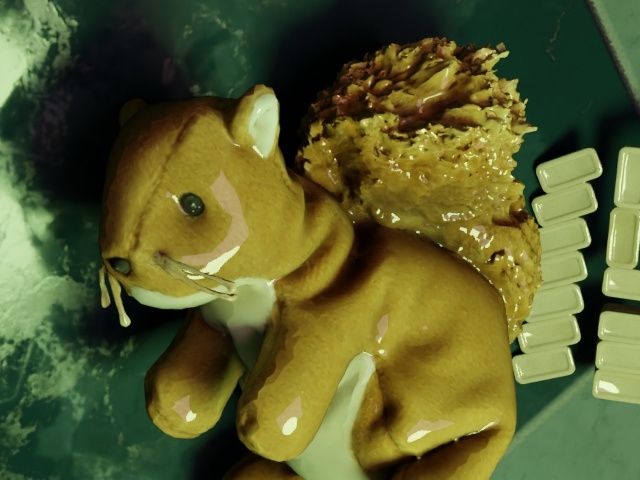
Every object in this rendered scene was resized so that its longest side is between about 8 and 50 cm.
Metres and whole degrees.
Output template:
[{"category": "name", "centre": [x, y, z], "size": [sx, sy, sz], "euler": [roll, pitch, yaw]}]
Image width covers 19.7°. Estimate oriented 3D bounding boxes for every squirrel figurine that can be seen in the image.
[{"category": "squirrel figurine", "centre": [0.000, 0.000, 1.493], "size": [0.397, 0.281, 0.370], "euler": [-49, 115, -24]}]

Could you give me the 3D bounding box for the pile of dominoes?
[{"category": "pile of dominoes", "centre": [0.287, 0.028, 1.728], "size": [0.196, 0.040, 0.251], "euler": [7, 108, 9]}]
